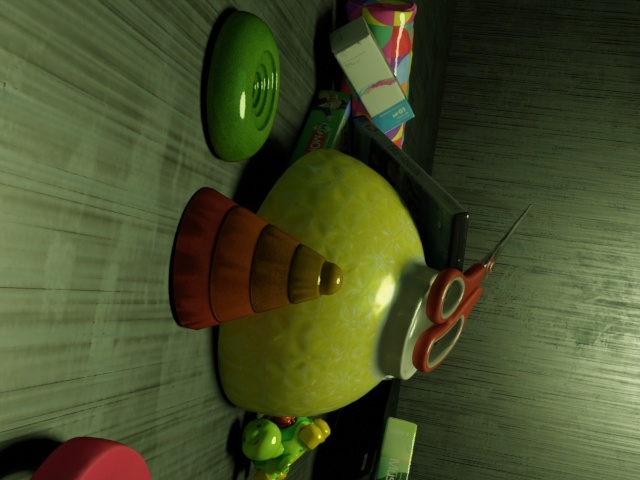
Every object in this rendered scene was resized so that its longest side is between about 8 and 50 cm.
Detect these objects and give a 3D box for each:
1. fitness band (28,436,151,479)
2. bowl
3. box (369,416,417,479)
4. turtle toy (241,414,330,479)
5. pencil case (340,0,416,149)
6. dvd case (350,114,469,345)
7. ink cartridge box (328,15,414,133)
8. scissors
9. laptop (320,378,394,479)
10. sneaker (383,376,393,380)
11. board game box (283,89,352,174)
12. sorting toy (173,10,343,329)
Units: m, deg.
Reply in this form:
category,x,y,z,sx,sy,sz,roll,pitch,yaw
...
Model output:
category,x,y,z,sx,sy,sz,roll,pitch,yaw
fitness band,-0.164,0.247,0.429,0.209,0.054,0.291,84,19,-58
bowl,0.036,0.064,0.841,0.289,0.156,0.289,-52,152,-42
box,0.101,0.481,1.385,0.232,0.058,0.322,91,10,-69
turtle toy,-0.048,0.222,0.896,0.095,0.066,0.130,-44,168,2
pencil case,0.074,-0.222,1.117,0.104,0.104,0.236,-62,158,-59
dvd case,0.094,-0.016,0.959,0.253,0.022,0.180,-127,-150,-50
ink cartridge box,0.063,-0.206,1.013,0.122,0.052,0.088,55,14,-27
scissors,0.172,0.044,0.889,0.297,0.021,0.109,-32,133,-54
laptop,0.084,0.406,1.476,0.234,0.136,0.264,-67,145,-49
sneaker,0.106,0.108,1.502,0.147,0.129,0.330,64,30,-45
board game box,0.000,0.000,1.044,0.317,0.046,0.213,86,18,-46
sorting toy,-0.022,-0.097,0.678,0.127,0.126,0.366,33,66,-77
